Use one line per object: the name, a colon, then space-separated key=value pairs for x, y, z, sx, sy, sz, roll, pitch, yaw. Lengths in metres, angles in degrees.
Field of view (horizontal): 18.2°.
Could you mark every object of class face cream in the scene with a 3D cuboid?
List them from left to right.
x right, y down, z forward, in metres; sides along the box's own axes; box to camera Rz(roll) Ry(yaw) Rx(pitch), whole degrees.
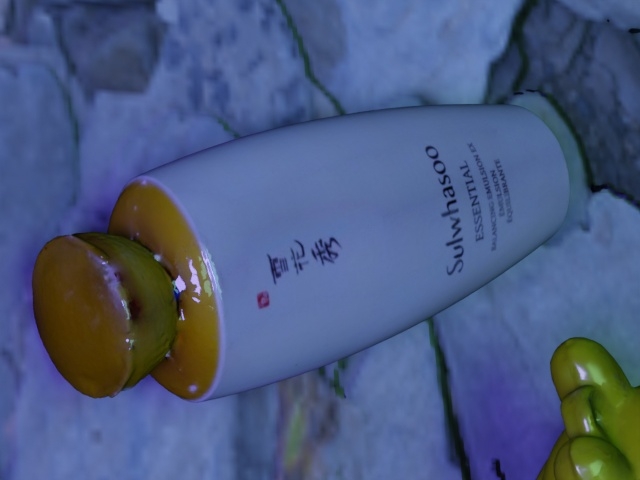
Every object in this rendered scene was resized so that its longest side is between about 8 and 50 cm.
face cream: x=0.000 y=0.000 z=0.600 sx=0.182 sy=0.051 sz=0.072 roll=-17 pitch=97 yaw=-38

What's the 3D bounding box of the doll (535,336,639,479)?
doll: x=0.152 y=0.121 z=0.672 sx=0.241 sy=0.098 sz=0.135 roll=41 pitch=65 yaw=-28
